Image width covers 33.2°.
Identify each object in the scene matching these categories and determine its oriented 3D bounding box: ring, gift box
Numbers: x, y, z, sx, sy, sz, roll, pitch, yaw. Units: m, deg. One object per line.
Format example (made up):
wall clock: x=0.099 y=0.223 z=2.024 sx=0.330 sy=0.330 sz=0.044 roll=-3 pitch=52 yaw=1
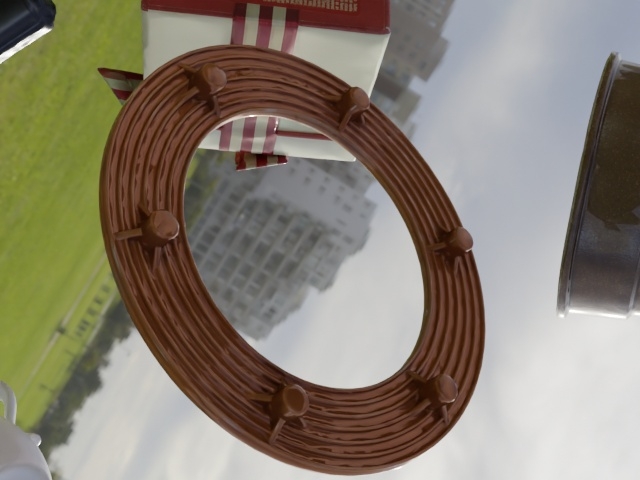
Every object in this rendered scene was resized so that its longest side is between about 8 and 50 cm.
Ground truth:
ring: x=0.000 y=0.000 z=0.769 sx=0.032 sy=0.336 sz=0.337 roll=-36 pitch=-159 yaw=43
gift box: x=-0.077 y=-0.238 z=1.063 sx=0.258 sy=0.276 sz=0.255 roll=105 pitch=-7 yaw=-64

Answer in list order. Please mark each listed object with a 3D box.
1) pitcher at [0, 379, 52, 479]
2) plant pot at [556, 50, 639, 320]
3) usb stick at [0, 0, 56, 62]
pitcher: x=-0.297 y=0.180 z=0.891 sx=0.177 sy=0.207 sz=0.126 roll=-34 pitch=124 yaw=-41
plant pot: x=0.239 y=-0.017 z=0.634 sx=0.167 sy=0.165 sz=0.167 roll=12 pitch=90 yaw=-74
usb stick: x=-0.302 y=-0.100 z=0.721 sx=0.278 sy=0.077 sz=0.045 roll=-33 pitch=158 yaw=3
